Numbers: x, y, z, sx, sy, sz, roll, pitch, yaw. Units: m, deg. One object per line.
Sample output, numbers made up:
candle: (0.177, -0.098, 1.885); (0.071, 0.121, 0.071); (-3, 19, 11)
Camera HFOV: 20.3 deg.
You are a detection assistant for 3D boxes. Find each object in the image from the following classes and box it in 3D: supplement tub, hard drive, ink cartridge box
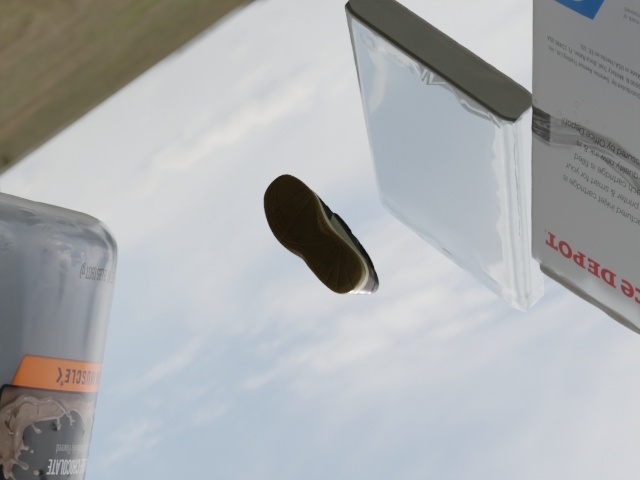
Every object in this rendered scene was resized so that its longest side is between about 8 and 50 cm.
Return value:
supplement tub: (-0.227, 0.140, 0.912); (0.207, 0.207, 0.338); (176, -76, -73)
hard drive: (0.119, -0.078, 1.654); (0.040, 0.203, 0.307); (-42, 151, -18)
ink cartridge box: (0.267, -0.089, 1.291); (0.129, 0.307, 0.223); (-21, -145, -27)

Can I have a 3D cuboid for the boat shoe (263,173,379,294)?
boat shoe: (0.000, 0.000, 1.633); (0.056, 0.152, 0.049); (-43, 144, 11)
